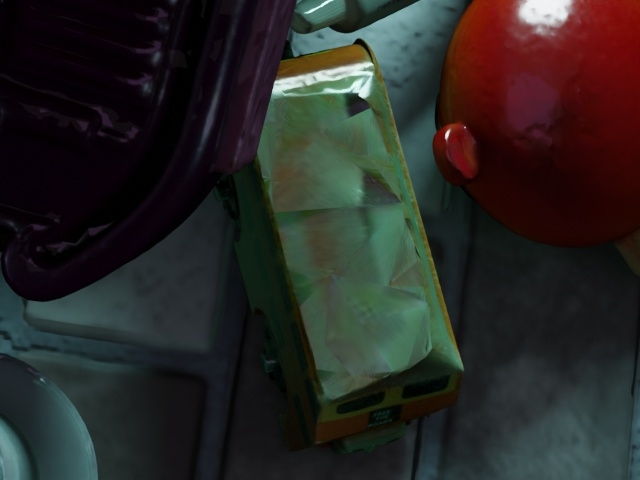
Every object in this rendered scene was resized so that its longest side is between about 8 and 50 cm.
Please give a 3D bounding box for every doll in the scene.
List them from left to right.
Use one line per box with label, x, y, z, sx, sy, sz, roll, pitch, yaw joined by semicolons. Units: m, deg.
doll;0.135;-0.067;0.732;0.217;0.085;0.183;-34;100;-25

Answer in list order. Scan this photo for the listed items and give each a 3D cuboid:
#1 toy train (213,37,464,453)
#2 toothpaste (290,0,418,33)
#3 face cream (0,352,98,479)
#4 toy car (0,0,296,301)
toy train;0.000;0.000;0.686;0.072;0.099;0.188;-14;83;-11
toothpaste;0.058;-0.133;0.721;0.048;0.029;0.197;36;49;29
face cream;-0.129;0.089;0.568;0.101;0.252;0.101;2;80;-10
toy car;-0.163;-0.118;0.581;0.340;0.240;0.271;19;101;6
